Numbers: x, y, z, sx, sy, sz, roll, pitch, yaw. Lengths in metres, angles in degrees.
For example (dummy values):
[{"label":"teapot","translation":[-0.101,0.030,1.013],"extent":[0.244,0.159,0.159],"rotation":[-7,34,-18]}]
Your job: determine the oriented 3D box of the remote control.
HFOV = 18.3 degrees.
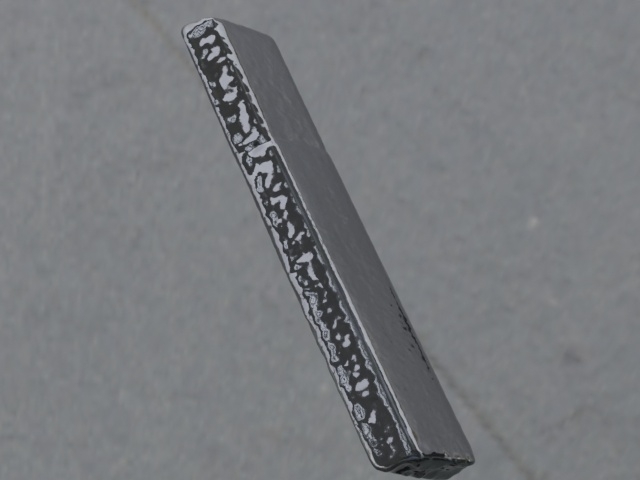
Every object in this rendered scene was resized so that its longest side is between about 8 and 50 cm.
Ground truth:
[{"label":"remote control","translation":[0.000,0.000,0.891],"extent":[0.063,0.025,0.245],"rotation":[11,47,-51]}]
